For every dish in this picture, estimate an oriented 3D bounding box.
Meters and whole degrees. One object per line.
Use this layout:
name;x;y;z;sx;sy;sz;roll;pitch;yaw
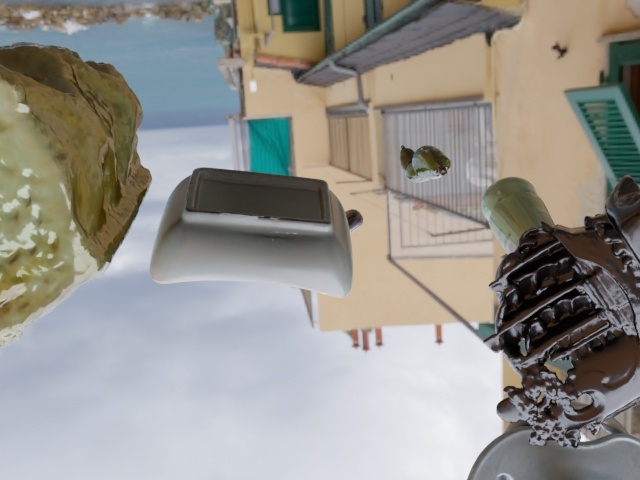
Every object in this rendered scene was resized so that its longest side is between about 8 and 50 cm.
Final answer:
dish;-0.067;-0.021;0.676;0.213;0.077;0.151;5;-143;-7

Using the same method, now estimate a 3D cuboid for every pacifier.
pacifier;0.328;0.325;0.749;0.287;0.238;0.226;9;174;-5

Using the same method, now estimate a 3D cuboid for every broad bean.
broad bean;0.181;-0.131;1.077;0.048;0.070;0.213;-22;-166;-7

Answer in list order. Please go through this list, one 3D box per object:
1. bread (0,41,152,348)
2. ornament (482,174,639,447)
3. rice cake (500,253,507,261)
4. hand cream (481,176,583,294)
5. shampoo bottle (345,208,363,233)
bread;-0.258;-0.049;0.520;0.238;0.196;0.252;-40;-163;4
ornament;0.285;0.094;0.682;0.260;0.251;0.106;-33;-167;18
rice cake;0.415;0.063;1.320;0.063;0.069;0.206;-15;180;17
hand cream;0.340;0.024;0.961;0.093;0.147;0.305;-18;-135;3
shampoo bottle;0.000;0.000;1.326;0.234;0.049;0.087;-34;-177;-43
